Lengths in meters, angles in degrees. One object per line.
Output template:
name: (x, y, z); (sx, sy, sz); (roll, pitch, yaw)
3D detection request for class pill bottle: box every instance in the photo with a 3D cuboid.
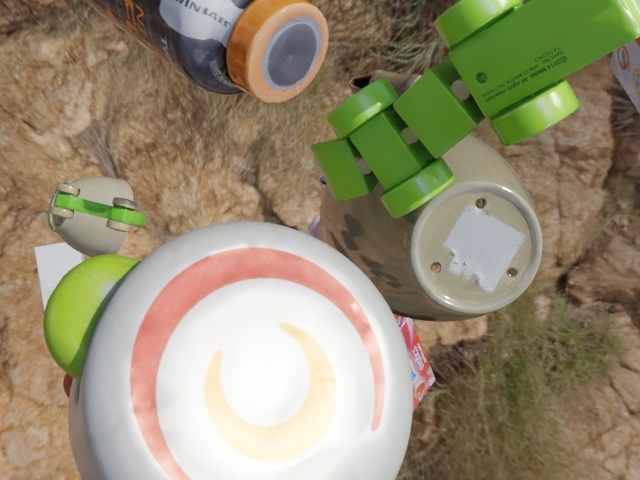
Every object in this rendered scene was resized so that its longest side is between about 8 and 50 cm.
pill bottle: (-0.104, -0.213, 0.621); (0.130, 0.130, 0.246); (-47, 60, -6)

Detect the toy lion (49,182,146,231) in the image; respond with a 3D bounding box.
toy lion: (-0.229, -0.032, 0.746); (0.100, 0.096, 0.034); (13, 88, 9)

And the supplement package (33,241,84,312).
supplement package: (-0.624, 0.102, 1.729); (0.105, 0.105, 0.179); (-10, 80, -13)

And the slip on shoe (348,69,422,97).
slip on shoe: (0.081, -0.196, 0.901); (0.051, 0.135, 0.041); (-48, 113, -10)

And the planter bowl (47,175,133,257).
planter bowl: (-0.441, -0.052, 1.333); (0.109, 0.162, 0.162); (18, 87, -43)

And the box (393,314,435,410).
box: (0.144, 0.262, 1.536); (0.128, 0.123, 0.256); (-49, 138, -25)

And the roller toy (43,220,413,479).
roller toy: (-0.053, 0.099, 0.439); (0.191, 0.146, 0.209); (-18, 79, -28)

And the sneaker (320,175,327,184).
sneaker: (0.051, -0.061, 1.169); (0.073, 0.063, 0.162); (-38, 58, 17)

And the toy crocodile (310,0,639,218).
toy crocodile: (0.113, -0.118, 0.593); (0.115, 0.341, 0.105); (55, 44, -3)

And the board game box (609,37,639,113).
board game box: (0.555, -0.287, 1.048); (0.086, 0.308, 0.301); (-13, 54, 2)

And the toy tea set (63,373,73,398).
toy tea set: (-0.367, 0.333, 1.418); (0.200, 0.124, 0.336); (-34, 83, 20)

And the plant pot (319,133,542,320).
plant pot: (0.137, -0.012, 0.794); (0.257, 0.274, 0.256); (-1, 97, -4)

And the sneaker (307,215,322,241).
sneaker: (0.000, 0.000, 1.776); (0.051, 0.070, 0.134); (-18, 132, -35)
